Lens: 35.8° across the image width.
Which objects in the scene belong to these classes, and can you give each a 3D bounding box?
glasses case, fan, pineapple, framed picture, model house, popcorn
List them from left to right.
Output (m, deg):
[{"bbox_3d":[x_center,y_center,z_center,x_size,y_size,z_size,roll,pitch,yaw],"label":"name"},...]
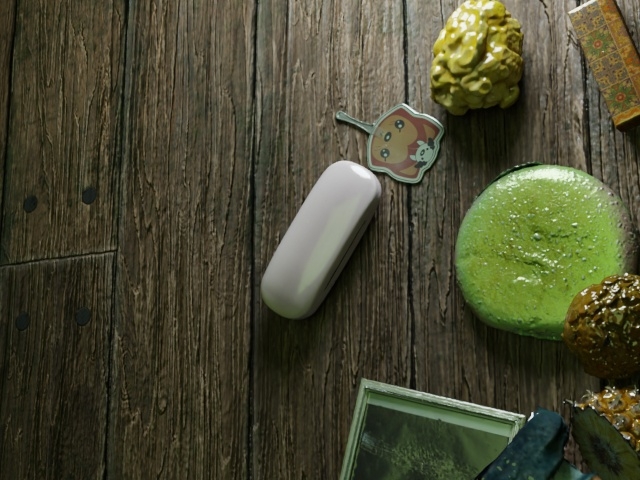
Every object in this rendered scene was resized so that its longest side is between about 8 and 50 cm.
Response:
[{"bbox_3d":[0.000,0.000,1.731,0.113,0.075,0.296,32,94,27],"label":"glasses case"},{"bbox_3d":[0.113,-0.187,1.756,0.220,0.009,0.132,29,91,28],"label":"fan"},{"bbox_3d":[0.170,0.362,1.599,0.293,0.018,0.231,8,82,28],"label":"framed picture"},{"bbox_3d":[0.260,-0.298,1.639,0.163,0.140,0.194,35,97,33],"label":"popcorn"},{"bbox_3d":[0.359,0.397,1.369,0.291,0.253,0.184,40,76,23],"label":"model house"},{"bbox_3d":[0.472,-0.284,1.580,0.075,0.049,0.218,-26,68,26],"label":"glasses case"},{"bbox_3d":[0.459,0.272,1.422,0.137,0.161,0.176,-27,80,-19],"label":"pineapple"}]

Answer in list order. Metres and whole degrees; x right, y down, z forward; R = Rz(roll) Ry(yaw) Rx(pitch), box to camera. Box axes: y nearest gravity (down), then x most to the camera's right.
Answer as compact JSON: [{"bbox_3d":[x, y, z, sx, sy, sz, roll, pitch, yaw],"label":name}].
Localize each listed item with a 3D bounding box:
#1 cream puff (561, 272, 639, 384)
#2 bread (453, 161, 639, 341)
[{"bbox_3d":[0.437,0.131,1.449,0.150,0.115,0.165,9,103,3],"label":"cream puff"},{"bbox_3d":[0.354,0.014,1.575,0.302,0.045,0.301,-6,75,23],"label":"bread"}]
